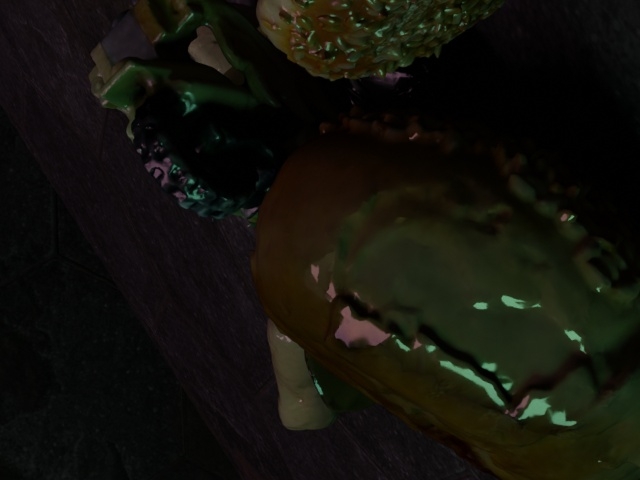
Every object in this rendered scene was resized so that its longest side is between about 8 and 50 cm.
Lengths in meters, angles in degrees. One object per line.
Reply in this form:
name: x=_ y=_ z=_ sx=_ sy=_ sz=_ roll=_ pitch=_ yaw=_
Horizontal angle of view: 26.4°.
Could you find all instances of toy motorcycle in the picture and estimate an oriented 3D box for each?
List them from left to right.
toy motorcycle: x=-0.060 y=-0.127 z=1.336 sx=0.169 sy=0.410 sz=0.237 roll=-40 pitch=73 yaw=26

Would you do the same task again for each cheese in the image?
cheese: x=-0.014 y=0.152 z=1.880 sx=0.093 sy=0.159 sz=0.263 roll=8 pitch=140 yaw=13

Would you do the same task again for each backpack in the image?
backpack: x=0.088 y=-0.135 z=1.276 sx=0.120 sy=0.105 sz=0.165 roll=22 pitch=163 yaw=25

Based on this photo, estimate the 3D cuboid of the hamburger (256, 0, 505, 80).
hamburger: x=0.045 y=-0.247 z=0.951 sx=0.225 sy=0.291 sz=0.291 roll=53 pitch=161 yaw=10

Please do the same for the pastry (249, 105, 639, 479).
pastry: x=0.136 y=0.045 z=1.153 sx=0.410 sy=0.245 sz=0.409 roll=32 pitch=171 yaw=5

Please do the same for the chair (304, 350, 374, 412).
chair: x=0.062 y=0.071 z=1.436 sx=0.172 sy=0.247 sz=0.158 roll=18 pitch=135 yaw=64

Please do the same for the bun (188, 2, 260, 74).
bun: x=-0.069 y=-0.196 z=1.586 sx=0.188 sy=0.111 sz=0.164 roll=50 pitch=178 yaw=17
